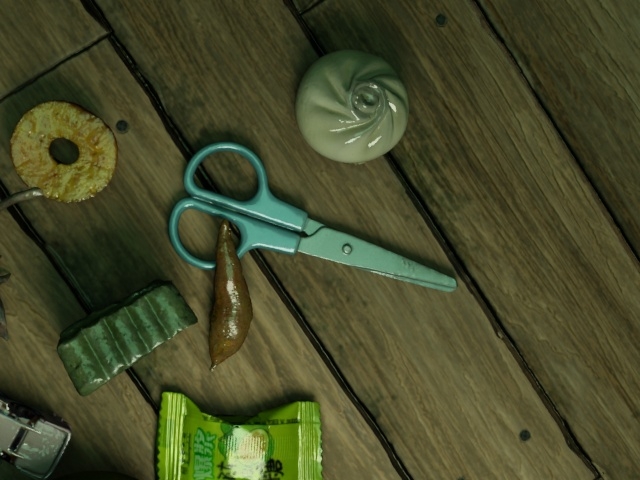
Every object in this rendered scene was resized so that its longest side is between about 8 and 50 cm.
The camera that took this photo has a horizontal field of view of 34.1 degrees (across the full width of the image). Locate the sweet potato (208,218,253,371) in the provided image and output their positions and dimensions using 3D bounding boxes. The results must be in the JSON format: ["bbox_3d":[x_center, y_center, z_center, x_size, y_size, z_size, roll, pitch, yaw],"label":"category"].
[{"bbox_3d":[-0.128,0.080,1.510,0.068,0.068,0.226,3,101,-10],"label":"sweet potato"}]

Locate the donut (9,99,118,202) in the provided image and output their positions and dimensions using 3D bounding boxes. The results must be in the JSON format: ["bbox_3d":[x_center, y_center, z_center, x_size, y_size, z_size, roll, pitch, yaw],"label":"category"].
[{"bbox_3d":[-0.362,-0.123,1.481,0.151,0.058,0.152,0,88,-10],"label":"donut"}]

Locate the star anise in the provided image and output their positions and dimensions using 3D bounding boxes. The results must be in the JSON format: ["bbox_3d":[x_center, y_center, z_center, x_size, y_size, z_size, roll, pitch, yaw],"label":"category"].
[{"bbox_3d":[-0.446,0.039,1.391,0.148,0.227,0.218,45,71,0],"label":"star anise"}]

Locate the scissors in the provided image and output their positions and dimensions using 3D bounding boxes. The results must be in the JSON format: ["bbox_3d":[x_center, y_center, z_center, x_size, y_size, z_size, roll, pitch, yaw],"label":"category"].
[{"bbox_3d":[0.000,0.000,1.558,0.447,0.029,0.193,19,86,-9],"label":"scissors"}]

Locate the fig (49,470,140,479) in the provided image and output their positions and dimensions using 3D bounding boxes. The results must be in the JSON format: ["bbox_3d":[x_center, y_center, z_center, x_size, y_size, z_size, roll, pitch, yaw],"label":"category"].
[{"bbox_3d":[-0.340,0.447,1.366,0.316,0.316,0.316,0,89,-10],"label":"fig"}]

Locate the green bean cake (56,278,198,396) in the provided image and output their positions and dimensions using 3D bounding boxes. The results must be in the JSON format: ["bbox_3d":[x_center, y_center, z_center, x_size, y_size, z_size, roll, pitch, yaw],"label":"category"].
[{"bbox_3d":[-0.264,0.126,1.431,0.185,0.183,0.094,-29,91,-9],"label":"green bean cake"}]

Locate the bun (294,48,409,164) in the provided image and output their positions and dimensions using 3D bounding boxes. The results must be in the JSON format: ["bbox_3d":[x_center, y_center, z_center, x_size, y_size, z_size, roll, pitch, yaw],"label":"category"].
[{"bbox_3d":[0.050,-0.199,1.527,0.172,0.120,0.173,1,87,-12],"label":"bun"}]

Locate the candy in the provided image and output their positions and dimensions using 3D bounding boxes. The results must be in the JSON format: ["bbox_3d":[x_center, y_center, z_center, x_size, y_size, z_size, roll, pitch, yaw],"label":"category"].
[{"bbox_3d":[-0.115,0.297,1.513,0.246,0.069,0.149,3,91,-9],"label":"candy"}]

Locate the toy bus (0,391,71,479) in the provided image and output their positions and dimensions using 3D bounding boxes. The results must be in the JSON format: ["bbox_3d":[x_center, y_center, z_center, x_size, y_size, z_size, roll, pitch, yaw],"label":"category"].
[{"bbox_3d":[-0.475,0.231,1.426,0.274,0.112,0.090,28,84,-8],"label":"toy bus"}]
